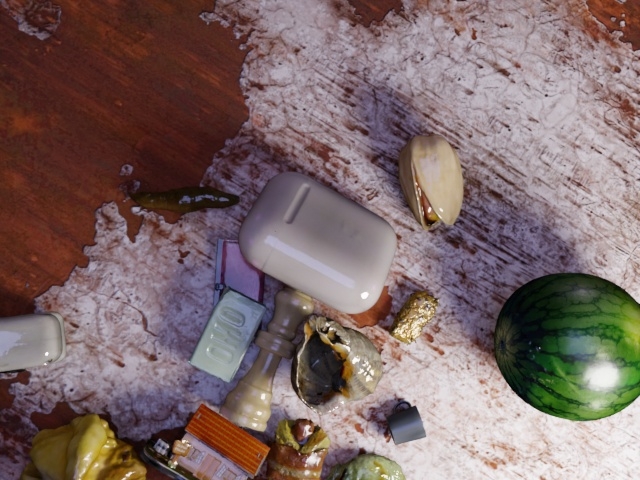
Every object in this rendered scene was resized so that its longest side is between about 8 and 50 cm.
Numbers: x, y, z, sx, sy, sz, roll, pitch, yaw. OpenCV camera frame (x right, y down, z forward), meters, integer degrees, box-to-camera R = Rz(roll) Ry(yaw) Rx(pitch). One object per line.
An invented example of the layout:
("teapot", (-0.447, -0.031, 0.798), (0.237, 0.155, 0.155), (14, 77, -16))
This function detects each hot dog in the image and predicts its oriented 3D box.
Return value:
("hot dog", (-0.055, 0.516, 1.699), (0.146, 0.103, 0.213), (7, 85, -4))

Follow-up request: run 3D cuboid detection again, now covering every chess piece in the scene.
("chess piece", (-0.104, 0.240, 1.723), (0.117, 0.117, 0.397), (24, 80, -2))

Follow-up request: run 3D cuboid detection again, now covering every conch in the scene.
("conch", (0.019, 0.275, 1.693), (0.210, 0.159, 0.291), (-40, 119, -7))

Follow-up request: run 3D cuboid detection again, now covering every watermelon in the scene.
("watermelon", (0.570, 0.239, 1.670), (0.363, 0.363, 0.363), (0, 84, -5))

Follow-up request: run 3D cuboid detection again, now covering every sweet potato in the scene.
("sweet potato", (-0.328, -0.098, 1.757), (0.273, 0.067, 0.067), (1, 84, 0))

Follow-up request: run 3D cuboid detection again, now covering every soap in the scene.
("soap", (-0.214, 0.217, 1.712), (0.114, 0.063, 0.198), (25, 90, -3))

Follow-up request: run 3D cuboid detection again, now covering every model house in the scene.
("model house", (-0.232, 0.478, 1.638), (0.294, 0.207, 0.154), (33, 79, -2))

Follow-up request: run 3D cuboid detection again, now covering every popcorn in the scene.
("popcorn", (-0.500, 0.527, 1.596), (0.316, 0.281, 0.297), (-23, 92, 33))

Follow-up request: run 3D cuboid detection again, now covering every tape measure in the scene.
("tape measure", (-0.696, 0.230, 1.606), (0.258, 0.265, 0.130), (-5, 87, -13))

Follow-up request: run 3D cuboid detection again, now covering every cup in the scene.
("cup", (0.199, 0.430, 1.751), (0.077, 0.078, 0.100), (-17, 52, -2))

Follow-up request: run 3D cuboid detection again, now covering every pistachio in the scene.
("pistachio", (0.265, -0.141, 1.768), (0.157, 0.157, 0.230), (-12, 95, -6))

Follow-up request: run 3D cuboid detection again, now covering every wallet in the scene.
("wallet", (-0.195, 0.114, 1.766), (0.119, 0.025, 0.232), (3, 85, -5))

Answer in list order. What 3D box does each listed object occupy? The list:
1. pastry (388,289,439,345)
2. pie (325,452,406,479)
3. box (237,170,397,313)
("pastry", (0.226, 0.183, 1.781), (0.080, 0.056, 0.140), (31, 80, -13))
("pie", (0.091, 0.615, 1.709), (0.201, 0.090, 0.248), (21, 79, 0))
("box", (0.000, 0.001, 1.691), (0.349, 0.141, 0.289), (28, 45, -3))
